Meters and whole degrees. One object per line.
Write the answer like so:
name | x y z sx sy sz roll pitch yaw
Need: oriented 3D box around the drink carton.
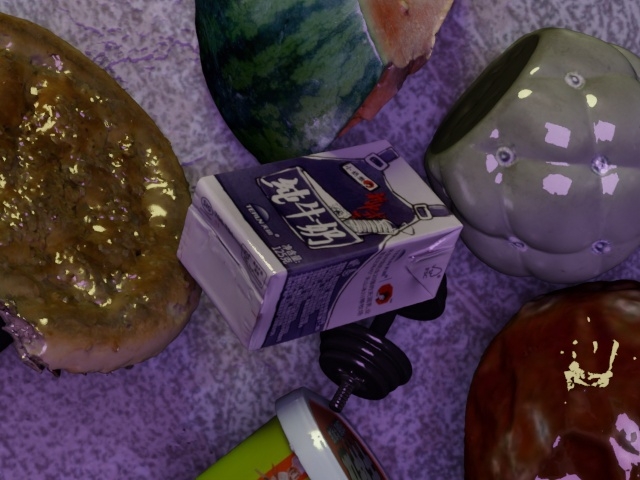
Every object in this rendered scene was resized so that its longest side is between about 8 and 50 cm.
drink carton | 0.001 0.001 1.504 0.222 0.134 0.102 -14 138 -34

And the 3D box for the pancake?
pancake | -0.256 -0.042 1.487 0.382 0.382 0.071 47 128 -5

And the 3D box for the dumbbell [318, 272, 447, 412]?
dumbbell | 0.061 0.079 1.606 0.099 0.099 0.208 33 64 -5

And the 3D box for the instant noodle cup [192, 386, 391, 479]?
instant noodle cup | -0.065 0.330 1.543 0.308 0.294 0.294 -33 95 5

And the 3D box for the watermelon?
watermelon | 0.001 -0.258 1.546 0.319 0.222 0.292 -38 99 -2

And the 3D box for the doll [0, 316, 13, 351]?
doll | -0.342 0.056 1.565 0.234 0.143 0.135 -50 124 -10

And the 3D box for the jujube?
jujube | 0.269 0.231 1.554 0.276 0.276 0.377 -12 93 -4

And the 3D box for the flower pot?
flower pot | 0.225 -0.077 1.561 0.195 0.246 0.246 39 89 -10
